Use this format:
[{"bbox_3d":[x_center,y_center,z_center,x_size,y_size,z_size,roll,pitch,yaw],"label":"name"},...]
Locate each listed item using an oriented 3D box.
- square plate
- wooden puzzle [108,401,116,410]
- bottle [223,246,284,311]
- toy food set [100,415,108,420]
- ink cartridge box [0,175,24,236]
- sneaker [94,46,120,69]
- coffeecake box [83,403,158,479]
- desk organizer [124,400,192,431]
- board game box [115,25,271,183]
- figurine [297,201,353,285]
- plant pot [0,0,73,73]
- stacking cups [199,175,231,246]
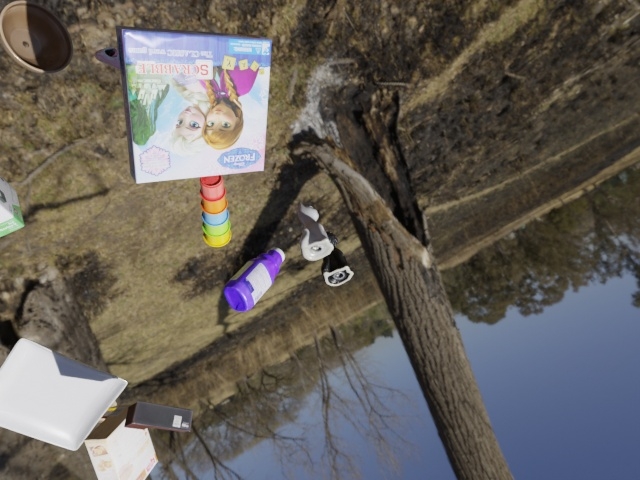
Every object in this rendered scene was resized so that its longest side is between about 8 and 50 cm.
[{"bbox_3d":[-0.870,0.499,1.411,0.344,0.347,0.049,-51,-156,11],"label":"square plate"},{"bbox_3d":[-0.866,0.653,1.750,0.079,0.014,0.116,-6,132,-19],"label":"wooden puzzle"},{"bbox_3d":[-0.220,0.123,1.519,0.092,0.118,0.283,-5,-151,31],"label":"bottle"},{"bbox_3d":[-0.892,0.725,1.767,0.083,0.020,0.082,11,148,-18],"label":"toy food set"},{"bbox_3d":[-1.236,-0.176,1.578,0.122,0.211,0.289,-26,152,-13],"label":"ink cartridge box"},{"bbox_3d":[-0.744,-0.667,1.594,0.070,0.051,0.134,-4,178,39],"label":"sneaker"},{"bbox_3d":[-0.513,0.550,1.133,0.068,0.185,0.142,-9,-167,12],"label":"coffeecake box"},{"bbox_3d":[-0.353,0.390,0.954,0.130,0.047,0.050,27,135,-34],"label":"desk organizer"},{"bbox_3d":[-0.275,-0.302,0.992,0.319,0.066,0.318,-12,126,-30],"label":"board game box"},{"bbox_3d":[0.000,0.000,1.318,0.092,0.209,0.215,-29,130,11],"label":"figurine"},{"bbox_3d":[-1.029,-0.710,1.552,0.110,0.237,0.237,-1,-176,34],"label":"plant pot"},{"bbox_3d":[-0.324,-0.100,1.352,0.096,0.096,0.316,-21,154,-23],"label":"stacking cups"}]
